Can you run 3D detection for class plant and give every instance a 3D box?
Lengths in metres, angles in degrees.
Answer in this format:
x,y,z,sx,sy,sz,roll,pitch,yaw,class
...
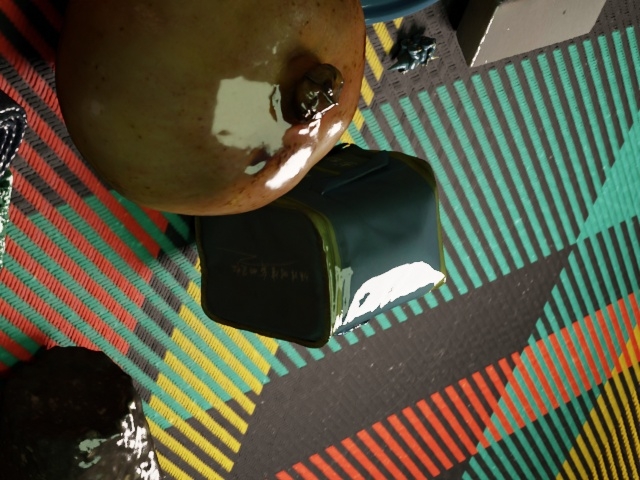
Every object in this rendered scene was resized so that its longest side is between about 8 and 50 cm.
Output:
x,y,z,sx,sy,sz,roll,pitch,yaw,class
-0.312,0.279,2.246,0.199,0.188,0.276,-30,147,-34,plant

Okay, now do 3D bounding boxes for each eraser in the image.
x,y,z,sx,sy,sz,roll,pitch,yaw,class
0.308,-0.338,2.538,0.352,0.077,0.111,-21,144,-46,eraser

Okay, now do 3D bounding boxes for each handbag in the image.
x,y,z,sx,sy,sz,roll,pitch,yaw,class
0.000,0.000,2.296,0.241,0.263,0.222,-21,115,-45,handbag

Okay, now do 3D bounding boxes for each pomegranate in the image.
x,y,z,sx,sy,sz,roll,pitch,yaw,class
-0.096,-0.180,1.831,0.338,0.338,0.338,-37,151,-25,pomegranate

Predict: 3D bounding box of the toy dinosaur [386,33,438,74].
x,y,z,sx,sy,sz,roll,pitch,yaw,class
0.126,-0.249,2.416,0.083,0.030,0.047,-26,143,-39,toy dinosaur

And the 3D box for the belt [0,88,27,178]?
x,y,z,sx,sy,sz,roll,pitch,yaw,class
-0.395,-0.071,1.726,0.230,0.126,0.139,-52,166,3,belt

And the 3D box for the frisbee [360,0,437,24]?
x,y,z,sx,sy,sz,roll,pitch,yaw,class
0.059,-0.345,2.064,0.289,0.049,0.289,-11,154,-5,frisbee

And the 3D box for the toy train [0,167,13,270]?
x,y,z,sx,sy,sz,roll,pitch,yaw,class
-0.365,-0.029,1.858,0.070,0.099,0.172,-29,147,-40,toy train
